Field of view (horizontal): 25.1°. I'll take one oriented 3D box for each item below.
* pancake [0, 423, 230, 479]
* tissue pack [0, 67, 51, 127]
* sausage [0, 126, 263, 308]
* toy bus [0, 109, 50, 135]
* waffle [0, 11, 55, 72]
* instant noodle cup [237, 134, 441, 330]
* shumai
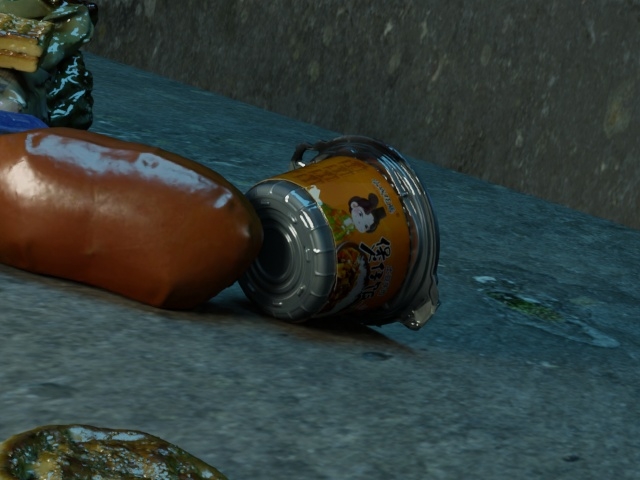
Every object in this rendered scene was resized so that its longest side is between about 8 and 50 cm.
[{"bbox_3d":[-0.103,0.129,0.744,0.158,0.028,0.158,14,8,-2],"label":"pancake"},{"bbox_3d":[-0.408,-0.152,1.579,0.215,0.123,0.256,10,9,-6],"label":"tissue pack"},{"bbox_3d":[-0.175,-0.024,1.211,0.258,0.133,0.133,15,10,-2],"label":"sausage"},{"bbox_3d":[-0.371,-0.091,1.373,0.236,0.094,0.079,8,13,-41],"label":"toy bus"},{"bbox_3d":[-0.365,-0.220,1.547,0.148,0.042,0.102,9,19,-7],"label":"waffle"},{"bbox_3d":[0.000,0.000,1.280,0.125,0.177,0.208,-14,42,-45],"label":"instant noodle cup"},{"bbox_3d":[-0.392,-0.239,1.859,0.256,0.218,0.189,24,4,39],"label":"shumai"}]
